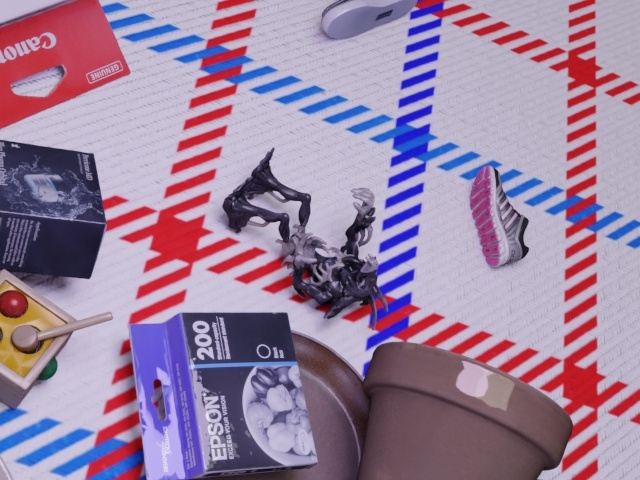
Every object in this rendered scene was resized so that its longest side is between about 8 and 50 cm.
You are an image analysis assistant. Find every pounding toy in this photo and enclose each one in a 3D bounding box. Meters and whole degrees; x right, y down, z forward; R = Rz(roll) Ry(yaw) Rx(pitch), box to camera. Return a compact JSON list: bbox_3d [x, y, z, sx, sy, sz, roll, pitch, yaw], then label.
[{"bbox_3d":[-0.346,0.113,1.258,0.141,0.100,0.130,35,52,-4],"label":"pounding toy"}]

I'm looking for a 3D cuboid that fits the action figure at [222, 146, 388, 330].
[{"bbox_3d":[0.000,0.000,1.484,0.275,0.141,0.164,39,48,2],"label":"action figure"}]

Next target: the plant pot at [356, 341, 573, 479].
[{"bbox_3d":[0.142,0.278,1.291,0.263,0.263,0.229,29,72,-10],"label":"plant pot"}]

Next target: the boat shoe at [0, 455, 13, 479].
[{"bbox_3d":[-0.475,0.210,1.154,0.335,0.095,0.112,40,38,-7],"label":"boat shoe"}]

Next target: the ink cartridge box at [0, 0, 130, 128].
[{"bbox_3d":[-0.406,-0.304,1.432,0.296,0.066,0.261,-33,105,-37],"label":"ink cartridge box"}]

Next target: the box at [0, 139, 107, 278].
[{"bbox_3d":[-0.358,-0.042,1.318,0.158,0.093,0.156,7,36,-25],"label":"box"}]

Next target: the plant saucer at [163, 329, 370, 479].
[{"bbox_3d":[-0.056,0.260,1.357,0.310,0.050,0.311,12,57,-20],"label":"plant saucer"}]

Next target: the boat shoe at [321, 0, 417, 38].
[{"bbox_3d":[0.072,-0.405,1.801,0.228,0.080,0.076,-28,71,-38],"label":"boat shoe"}]

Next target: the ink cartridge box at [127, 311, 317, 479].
[{"bbox_3d":[-0.121,0.186,1.309,0.208,0.045,0.206,0,63,-26],"label":"ink cartridge box"}]

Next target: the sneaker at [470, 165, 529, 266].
[{"bbox_3d":[0.291,-0.038,1.707,0.074,0.063,0.170,3,66,-26],"label":"sneaker"}]

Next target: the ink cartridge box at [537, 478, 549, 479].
[{"bbox_3d":[0.245,0.489,1.368,0.175,0.069,0.371,11,60,-21],"label":"ink cartridge box"}]
